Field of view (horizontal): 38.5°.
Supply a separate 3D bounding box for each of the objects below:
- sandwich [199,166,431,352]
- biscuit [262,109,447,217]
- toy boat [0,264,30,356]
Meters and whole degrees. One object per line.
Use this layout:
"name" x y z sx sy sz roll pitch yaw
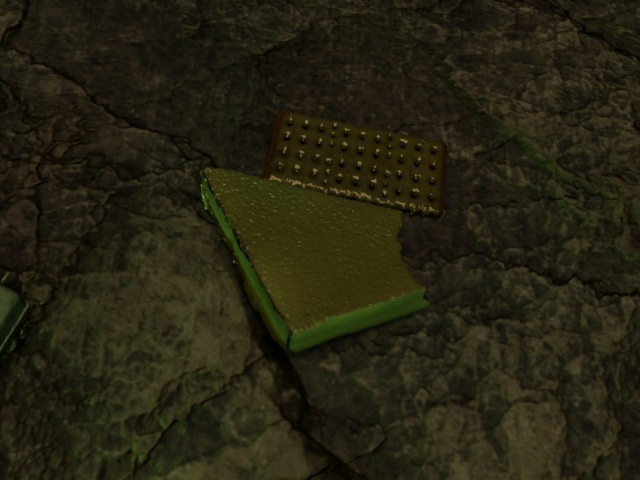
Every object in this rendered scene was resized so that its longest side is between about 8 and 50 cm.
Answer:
"sandwich" 0.000 0.000 1.071 0.212 0.063 0.245 -15 59 -25
"biscuit" 0.048 -0.099 1.178 0.232 0.016 0.139 12 51 -3
"toy boat" -0.406 0.147 0.865 0.141 0.092 0.319 21 60 4
